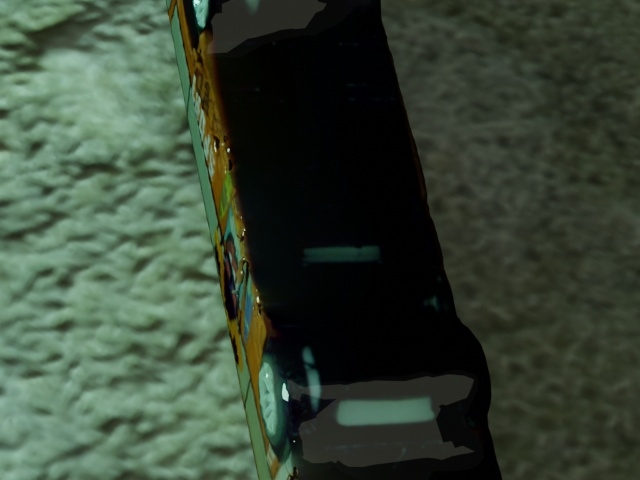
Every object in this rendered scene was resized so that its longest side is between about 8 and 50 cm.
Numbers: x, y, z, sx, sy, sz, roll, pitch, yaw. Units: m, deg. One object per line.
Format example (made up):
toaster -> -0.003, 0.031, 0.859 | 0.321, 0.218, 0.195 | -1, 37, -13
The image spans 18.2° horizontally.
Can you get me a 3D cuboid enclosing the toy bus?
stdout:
toy bus -> 0.000, 0.000, 0.854 | 0.093, 0.092, 0.409 | -3, 56, -13
